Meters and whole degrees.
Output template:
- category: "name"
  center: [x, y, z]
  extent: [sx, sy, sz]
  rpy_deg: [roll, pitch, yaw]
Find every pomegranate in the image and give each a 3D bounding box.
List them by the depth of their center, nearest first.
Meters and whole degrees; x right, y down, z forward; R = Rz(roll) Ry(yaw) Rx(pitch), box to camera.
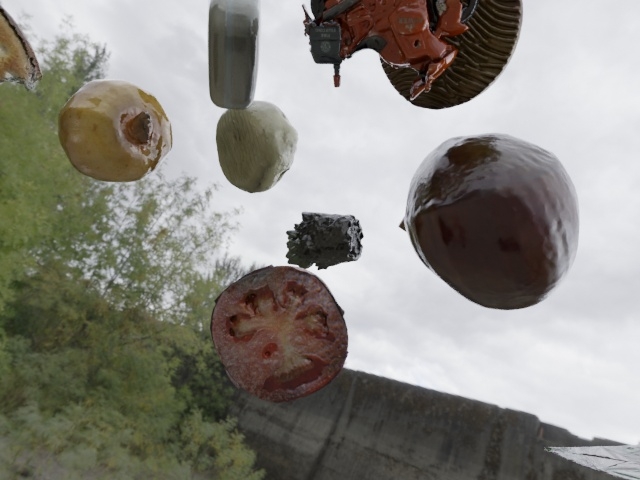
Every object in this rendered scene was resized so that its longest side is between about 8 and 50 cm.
- category: "pomegranate"
  center: [-0.391, -0.207, 0.806]
  extent: [0.206, 0.207, 0.207]
  rpy_deg: [20, -28, 11]

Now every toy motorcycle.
- category: "toy motorcycle"
  center: [0.127, -0.390, 0.807]
  extent: [0.324, 0.148, 0.222]
  rpy_deg: [4, -55, 9]

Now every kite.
- category: "kite"
  center: [0.358, 0.224, 0.405]
  extent: [0.249, 0.012, 0.229]
  rpy_deg: [-10, -15, 31]

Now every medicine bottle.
- category: "medicine bottle"
  center: [-0.206, -0.504, 0.988]
  extent: [0.122, 0.376, 0.283]
  rpy_deg: [1, -38, -15]

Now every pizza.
- category: "pizza"
  center: [-0.540, -0.278, 0.608]
  extent: [0.185, 0.195, 0.052]
  rpy_deg: [58, -21, -18]

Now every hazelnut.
- category: "hazelnut"
  center: [0.375, -0.041, 0.933]
  extent: [0.421, 0.352, 0.421]
  rpy_deg: [56, -3, 5]

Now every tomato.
- category: "tomato"
  center: [-0.061, 0.140, 0.671]
  extent: [0.224, 0.225, 0.085]
  rpy_deg: [23, 11, 6]

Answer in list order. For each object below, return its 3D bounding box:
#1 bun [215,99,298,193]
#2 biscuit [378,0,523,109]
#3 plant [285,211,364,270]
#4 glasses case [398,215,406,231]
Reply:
- category: "bun"
  center: [-0.239, -0.354, 1.545]
  extent: [0.326, 0.234, 0.362]
  rpy_deg: [53, -46, 4]
- category: "biscuit"
  center: [0.253, -0.439, 0.869]
  extent: [0.317, 0.040, 0.319]
  rpy_deg: [19, -59, 36]
- category: "plant"
  center: [0.000, 0.000, 1.015]
  extent: [0.194, 0.129, 0.132]
  rpy_deg: [-8, -26, 24]
- category: "glasses case"
  center: [0.363, -0.017, 1.341]
  extent: [0.218, 0.075, 0.049]
  rpy_deg: [34, 14, 3]
